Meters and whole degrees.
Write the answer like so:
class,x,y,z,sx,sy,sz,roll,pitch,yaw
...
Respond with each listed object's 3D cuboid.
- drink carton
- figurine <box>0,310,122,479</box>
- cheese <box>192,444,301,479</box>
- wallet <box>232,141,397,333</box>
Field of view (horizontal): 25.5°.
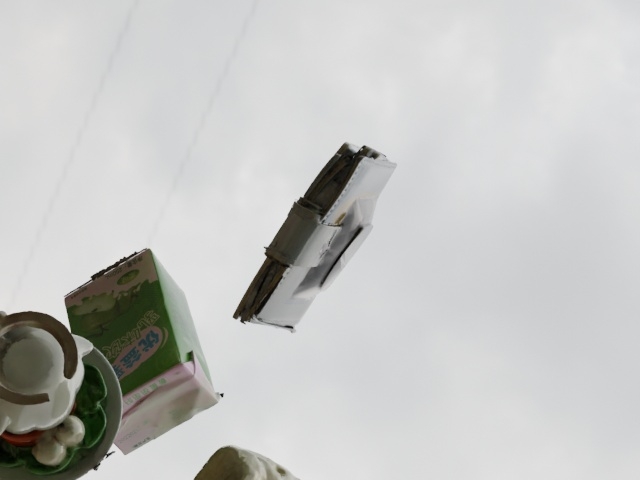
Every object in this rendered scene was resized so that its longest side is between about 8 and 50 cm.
class,x,y,z,sx,sy,sz,roll,pitch,yaw
drink carton,-0.253,0.150,1.989,0.161,0.108,0.271,-31,-139,6
figurine,-0.205,0.103,1.014,0.154,0.132,0.132,107,-26,-66
cheese,-0.126,0.368,1.649,0.093,0.159,0.263,29,-94,48
wallet,0.000,0.000,1.527,0.069,0.170,0.231,32,-84,15
